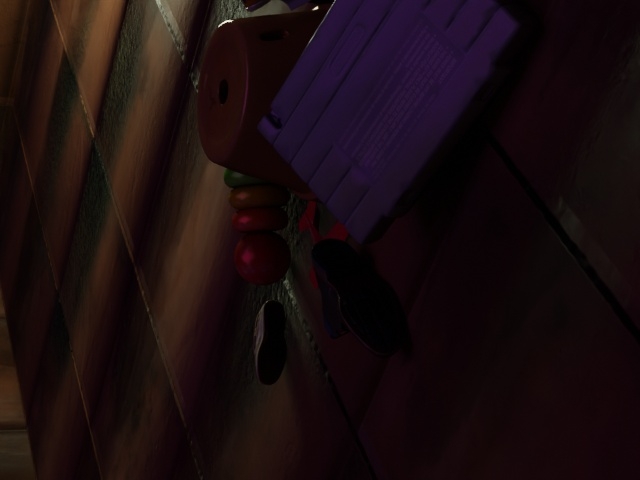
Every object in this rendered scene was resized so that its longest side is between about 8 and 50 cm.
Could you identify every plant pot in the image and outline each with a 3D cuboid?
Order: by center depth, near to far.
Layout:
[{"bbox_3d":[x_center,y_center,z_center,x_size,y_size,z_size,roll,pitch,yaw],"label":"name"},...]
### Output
[{"bbox_3d":[-0.047,-0.199,1.747,0.291,0.203,0.290,-12,76,63],"label":"plant pot"}]

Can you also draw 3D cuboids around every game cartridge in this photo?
[{"bbox_3d":[0.085,-0.190,1.486,0.230,0.068,0.355,47,125,16],"label":"game cartridge"}]

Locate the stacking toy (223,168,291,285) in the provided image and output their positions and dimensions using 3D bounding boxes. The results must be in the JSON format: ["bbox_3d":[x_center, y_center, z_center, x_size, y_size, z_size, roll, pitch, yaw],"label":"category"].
[{"bbox_3d":[-0.095,-0.094,1.946,0.141,0.141,0.330,-10,85,64],"label":"stacking toy"}]

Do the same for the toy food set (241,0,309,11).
[{"bbox_3d":[0.004,-0.351,1.687,0.232,0.111,0.104,-20,108,35],"label":"toy food set"}]

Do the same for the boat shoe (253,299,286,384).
[{"bbox_3d":[-0.082,0.164,1.961,0.045,0.050,0.135,147,132,-64],"label":"boat shoe"}]

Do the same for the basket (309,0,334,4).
[{"bbox_3d":[-0.024,-0.490,1.802,0.204,0.154,0.227,43,122,39],"label":"basket"}]

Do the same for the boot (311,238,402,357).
[{"bbox_3d":[0.053,0.102,1.677,0.106,0.082,0.219,87,161,-44],"label":"boot"}]

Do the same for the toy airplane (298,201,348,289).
[{"bbox_3d":[0.000,0.000,1.825,0.151,0.028,0.151,-178,90,-66],"label":"toy airplane"}]
